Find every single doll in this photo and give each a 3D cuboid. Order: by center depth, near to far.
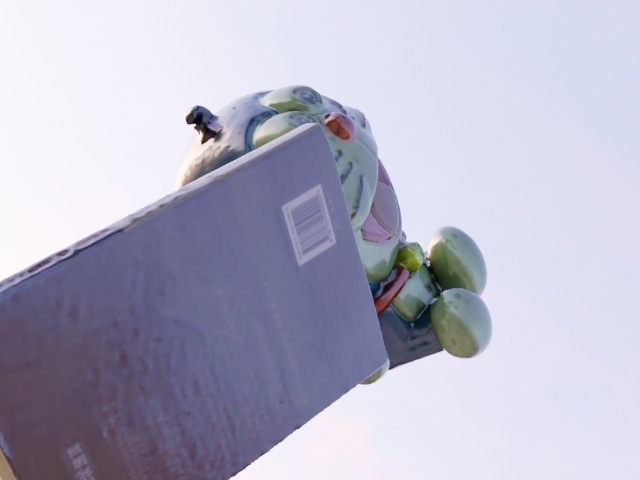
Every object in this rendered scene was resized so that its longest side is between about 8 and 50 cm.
[{"bbox_3d":[0.000,0.000,0.858,0.186,0.198,0.322,-31,-64,25],"label":"doll"}]

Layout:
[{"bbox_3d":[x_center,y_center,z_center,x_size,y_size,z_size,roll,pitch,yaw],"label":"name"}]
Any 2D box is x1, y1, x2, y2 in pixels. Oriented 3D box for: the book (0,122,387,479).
[{"bbox_3d":[-0.065,0.054,0.522,0.024,0.228,0.160,15,-52,47],"label":"book"}]
